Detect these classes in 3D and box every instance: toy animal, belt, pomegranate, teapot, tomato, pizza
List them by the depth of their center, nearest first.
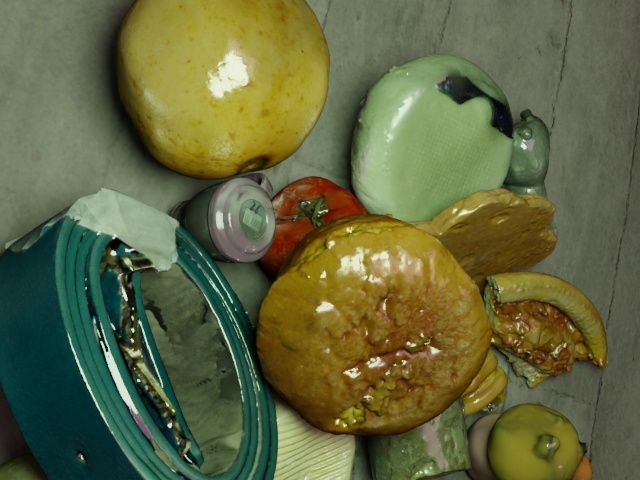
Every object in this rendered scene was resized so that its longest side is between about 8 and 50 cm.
[{"bbox_3d":[-0.223,0.155,1.077,0.300,0.173,0.436,-22,89,-59],"label":"belt"},{"bbox_3d":[-0.131,-0.219,1.164,0.307,0.307,0.307,3,84,-29],"label":"pomegranate"},{"bbox_3d":[-0.140,-0.038,1.207,0.116,0.146,0.148,27,66,-44],"label":"teapot"},{"bbox_3d":[0.000,0.000,1.276,0.187,0.187,0.151,-43,138,-25],"label":"tomato"},{"bbox_3d":[0.324,0.336,1.377,0.169,0.281,0.195,29,72,-3],"label":"toy animal"},{"bbox_3d":[0.388,0.157,1.497,0.182,0.074,0.365,-50,127,0],"label":"pizza"},{"bbox_3d":[0.353,-0.103,1.519,0.108,0.138,0.236,-11,107,0],"label":"toy animal"}]

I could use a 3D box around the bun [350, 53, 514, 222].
[{"bbox_3d":[0.155,-0.155,1.373,0.293,0.187,0.293,-11,116,-25],"label":"bun"}]

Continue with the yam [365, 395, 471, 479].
[{"bbox_3d":[0.142,0.248,1.335,0.161,0.161,0.268,-4,86,-30],"label":"yam"}]

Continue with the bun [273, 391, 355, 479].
[{"bbox_3d":[-0.053,0.311,1.246,0.222,0.127,0.222,-5,100,-30],"label":"bun"}]

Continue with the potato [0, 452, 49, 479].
[{"bbox_3d":[-0.364,0.371,1.047,0.178,0.160,0.235,22,88,14],"label":"potato"}]

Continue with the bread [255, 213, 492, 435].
[{"bbox_3d":[0.065,0.114,1.147,0.312,0.172,0.312,-3,111,-9],"label":"bread"}]

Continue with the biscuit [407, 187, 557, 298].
[{"bbox_3d":[0.230,0.014,1.369,0.376,0.269,0.051,-4,52,-32],"label":"biscuit"}]

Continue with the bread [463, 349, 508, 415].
[{"bbox_3d":[0.238,0.210,1.440,0.119,0.084,0.177,-35,99,-28],"label":"bread"}]
